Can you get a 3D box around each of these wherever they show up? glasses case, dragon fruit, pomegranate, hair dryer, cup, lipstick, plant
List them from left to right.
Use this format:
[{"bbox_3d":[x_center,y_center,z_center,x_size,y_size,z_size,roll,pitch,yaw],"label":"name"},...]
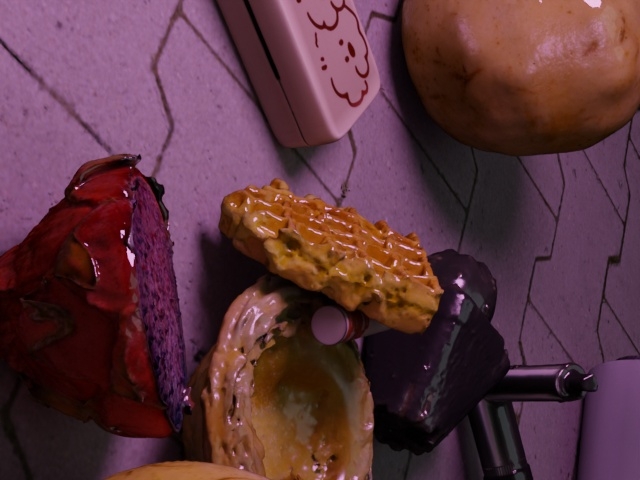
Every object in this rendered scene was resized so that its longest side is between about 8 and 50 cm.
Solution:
[{"bbox_3d":[-0.192,0.054,0.934,0.218,0.148,0.224,70,10,-82],"label":"dragon fruit"},{"bbox_3d":[-0.042,-0.270,1.236,0.144,0.076,0.336,-54,130,-45],"label":"glasses case"},{"bbox_3d":[0.036,0.077,1.165,0.130,0.038,0.038,-4,90,-64],"label":"lipstick"},{"bbox_3d":[0.137,0.126,1.412,0.164,0.141,0.256,53,49,-39],"label":"plant"},{"bbox_3d":[0.242,0.247,1.483,0.284,0.155,0.320,-145,-138,-80],"label":"hair dryer"},{"bbox_3d":[0.267,-0.269,1.505,0.332,0.332,0.333,10,78,-56],"label":"pomegranate"},{"bbox_3d":[0.542,0.385,1.905,0.253,0.253,0.372,38,57,-49],"label":"cup"}]

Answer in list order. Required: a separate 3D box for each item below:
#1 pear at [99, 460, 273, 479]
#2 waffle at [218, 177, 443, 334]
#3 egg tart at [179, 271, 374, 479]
[{"bbox_3d":[-0.092,0.330,0.849,0.348,0.348,0.349,10,78,-56],"label":"pear"},{"bbox_3d":[0.000,-0.001,1.184,0.229,0.219,0.057,-105,-142,-71],"label":"waffle"},{"bbox_3d":[-0.045,0.174,1.142,0.288,0.118,0.288,10,78,-56],"label":"egg tart"}]
